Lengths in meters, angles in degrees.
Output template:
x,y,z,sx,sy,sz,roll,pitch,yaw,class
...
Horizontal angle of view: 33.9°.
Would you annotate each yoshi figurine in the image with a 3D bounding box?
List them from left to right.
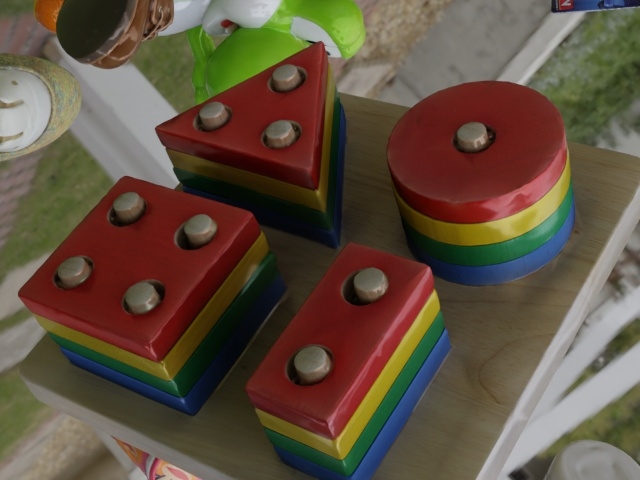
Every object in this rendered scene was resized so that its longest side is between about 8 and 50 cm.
x,y,z,sx,sy,sz,roll,pitch,yaw,class
-0.141,-0.218,1.073,0.203,0.362,0.203,-56,160,-57,yoshi figurine

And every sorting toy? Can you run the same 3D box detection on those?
x,y,z,sx,sy,sz,roll,pitch,yaw,class
0.000,0.000,0.545,0.255,0.257,0.089,-53,143,-29,sorting toy

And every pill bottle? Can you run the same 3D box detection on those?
x,y,z,sx,sy,sz,roll,pitch,yaw,class
0.177,0.202,0.735,0.067,0.067,0.120,-33,147,-44,pill bottle

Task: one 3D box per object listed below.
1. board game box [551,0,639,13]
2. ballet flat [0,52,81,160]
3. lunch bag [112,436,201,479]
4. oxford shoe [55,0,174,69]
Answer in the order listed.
x,y,z,sx,sy,sz,roll,pitch,yaw,class
0.312,-0.348,1.162,0.194,0.194,0.060,3,-176,31,board game box
-0.379,-0.132,1.075,0.349,0.123,0.123,-5,146,-44,ballet flat
-0.057,0.161,1.084,0.258,0.120,0.293,-48,144,-7,lunch bag
-0.129,-0.165,0.720,0.076,0.076,0.212,-35,-149,16,oxford shoe
